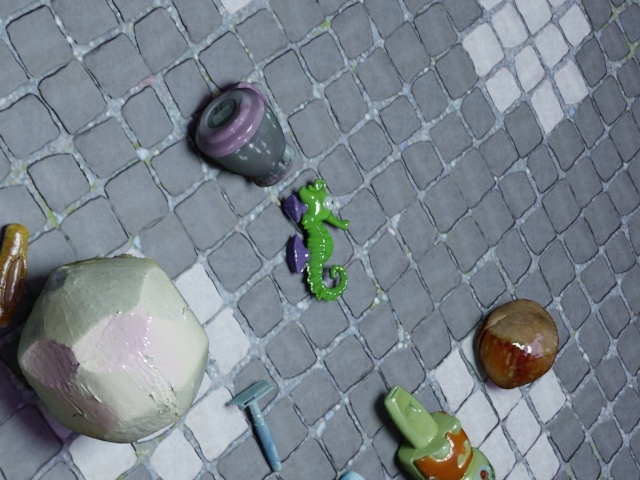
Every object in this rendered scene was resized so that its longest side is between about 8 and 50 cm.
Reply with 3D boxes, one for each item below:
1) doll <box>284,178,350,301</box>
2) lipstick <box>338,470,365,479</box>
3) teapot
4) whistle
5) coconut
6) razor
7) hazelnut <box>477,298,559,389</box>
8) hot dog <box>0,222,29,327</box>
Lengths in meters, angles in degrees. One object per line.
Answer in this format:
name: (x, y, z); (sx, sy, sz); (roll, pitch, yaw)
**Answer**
doll: (0.000, 0.000, 1.892); (0.115, 0.050, 0.190); (-3, 90, -32)
lipstick: (0.009, 0.417, 1.860); (0.158, 0.048, 0.048); (-43, 112, -33)
teapot: (-0.107, -0.150, 1.801); (0.116, 0.148, 0.146); (-42, 130, 5)
whistle: (0.194, 0.343, 1.978); (0.288, 0.106, 0.131); (53, 50, -22)
coconut: (-0.264, 0.126, 1.560); (0.227, 0.227, 0.230); (-47, 121, -32)
razor: (-0.083, 0.280, 1.810); (0.068, 0.040, 0.135); (-32, 111, -35)
hazelnut: (0.337, 0.179, 2.097); (0.143, 0.143, 0.154); (53, 41, -22)
hot dog: (-0.398, 0.046, 1.584); (0.044, 0.028, 0.137); (23, 70, -42)
